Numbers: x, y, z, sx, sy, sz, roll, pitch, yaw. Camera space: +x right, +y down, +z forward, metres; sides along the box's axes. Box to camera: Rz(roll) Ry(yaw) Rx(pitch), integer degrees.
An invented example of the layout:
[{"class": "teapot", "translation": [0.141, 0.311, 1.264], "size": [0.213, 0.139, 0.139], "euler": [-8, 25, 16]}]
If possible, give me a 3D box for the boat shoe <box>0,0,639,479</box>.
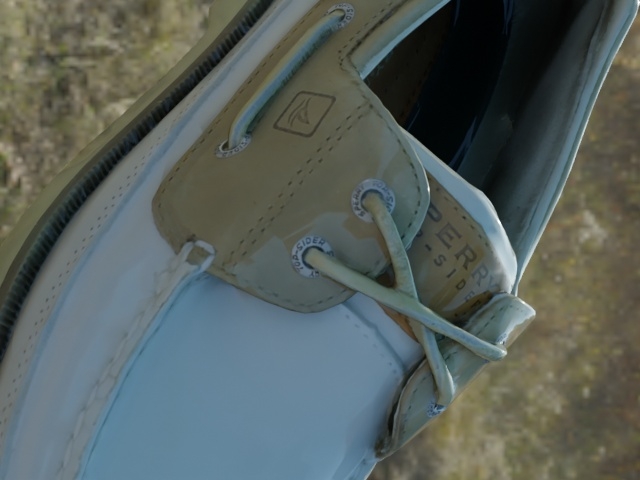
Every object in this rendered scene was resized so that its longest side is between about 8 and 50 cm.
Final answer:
[{"class": "boat shoe", "translation": [0.000, 0.000, 0.393], "size": [0.113, 0.103, 0.302], "euler": [48, 53, -37]}]
